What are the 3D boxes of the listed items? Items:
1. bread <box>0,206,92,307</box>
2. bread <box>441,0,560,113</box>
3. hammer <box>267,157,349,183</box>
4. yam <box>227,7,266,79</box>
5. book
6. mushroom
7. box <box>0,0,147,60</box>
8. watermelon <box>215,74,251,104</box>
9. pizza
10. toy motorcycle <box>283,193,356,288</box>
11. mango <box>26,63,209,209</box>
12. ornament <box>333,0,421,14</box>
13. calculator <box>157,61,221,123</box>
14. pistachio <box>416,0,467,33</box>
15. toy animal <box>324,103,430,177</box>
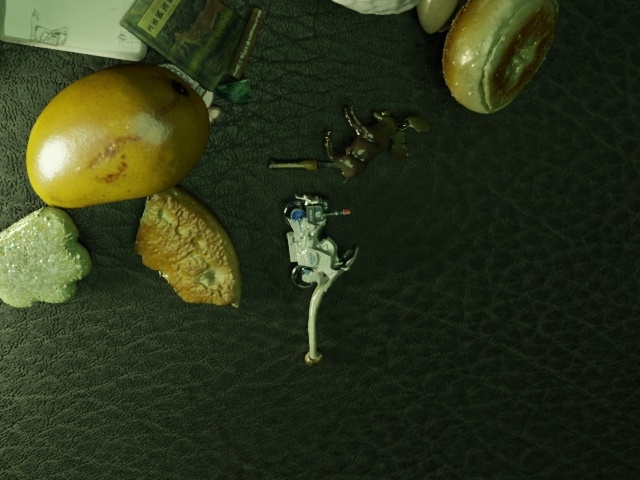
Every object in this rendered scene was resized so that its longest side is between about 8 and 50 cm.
[{"bbox_3d":[-0.579,0.053,1.786,0.286,0.056,0.207,-31,120,23],"label":"bread"},{"bbox_3d":[0.370,-0.417,1.837,0.305,0.159,0.305,-33,142,-31],"label":"bread"},{"bbox_3d":[-0.016,-0.162,1.927,0.201,0.021,0.078,-2,109,-14],"label":"hammer"},{"bbox_3d":[-0.148,-0.398,1.777,0.032,0.032,0.145,21,96,-20],"label":"yam"},{"bbox_3d":[-0.261,-0.424,1.746,0.228,0.024,0.160,35,89,-30],"label":"book"},{"bbox_3d":[0.013,0.149,2.035,0.068,0.043,0.306,7,106,-35],"label":"mushroom"},{"bbox_3d":[-0.475,-0.436,1.700,0.285,0.044,0.142,6,105,-17],"label":"box"},{"bbox_3d":[-0.178,-0.321,1.824,0.085,0.085,0.061,30,58,-22],"label":"watermelon"},{"bbox_3d":[-0.287,0.016,1.888,0.182,0.074,0.365,-40,114,-1],"label":"pizza"},{"bbox_3d":[0.000,0.000,1.948,0.150,0.102,0.221,-7,111,0],"label":"toy motorcycle"},{"bbox_3d":[-0.401,-0.196,1.710,0.378,0.221,0.264,-26,114,9],"label":"mango"},{"bbox_3d":[0.104,-0.585,1.648,0.337,0.337,0.337,-5,109,-13],"label":"ornament"},{"bbox_3d":[-0.280,-0.298,1.810,0.166,0.024,0.103,36,96,-20],"label":"calculator"},{"bbox_3d":[0.249,-0.524,1.829,0.124,0.124,0.185,2,115,-16],"label":"pistachio"},{"bbox_3d":[0.118,-0.220,1.906,0.186,0.094,0.214,39,83,-13],"label":"toy animal"}]
